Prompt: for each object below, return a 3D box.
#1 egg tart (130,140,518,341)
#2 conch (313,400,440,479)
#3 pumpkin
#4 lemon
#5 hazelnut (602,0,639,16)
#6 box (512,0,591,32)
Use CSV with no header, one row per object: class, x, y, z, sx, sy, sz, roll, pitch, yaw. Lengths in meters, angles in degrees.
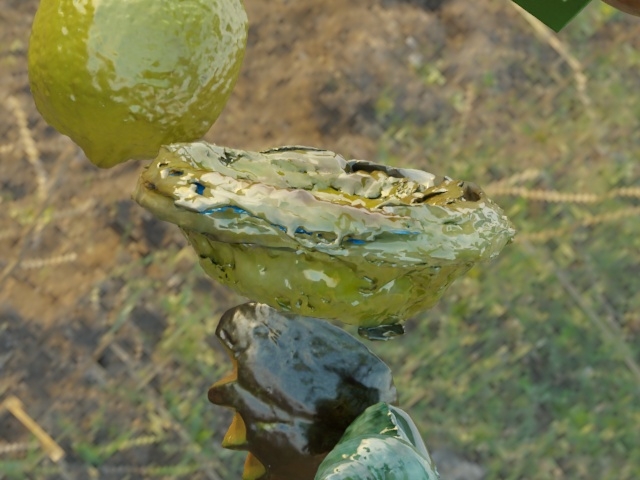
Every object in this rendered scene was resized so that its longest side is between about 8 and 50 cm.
egg tart,0.000,0.000,1.227,0.291,0.107,0.291,8,11,-1
conch,0.054,0.235,1.612,0.122,0.188,0.175,0,80,2
pumpkin,-0.004,0.187,1.727,0.254,0.149,0.130,53,50,-25
lemon,-0.164,-0.175,1.547,0.192,0.192,0.231,21,87,-31
hazelnut,0.275,-0.265,1.294,0.176,0.214,0.214,-4,58,-52
box,0.128,-0.203,0.862,0.132,0.235,0.034,35,61,-5
